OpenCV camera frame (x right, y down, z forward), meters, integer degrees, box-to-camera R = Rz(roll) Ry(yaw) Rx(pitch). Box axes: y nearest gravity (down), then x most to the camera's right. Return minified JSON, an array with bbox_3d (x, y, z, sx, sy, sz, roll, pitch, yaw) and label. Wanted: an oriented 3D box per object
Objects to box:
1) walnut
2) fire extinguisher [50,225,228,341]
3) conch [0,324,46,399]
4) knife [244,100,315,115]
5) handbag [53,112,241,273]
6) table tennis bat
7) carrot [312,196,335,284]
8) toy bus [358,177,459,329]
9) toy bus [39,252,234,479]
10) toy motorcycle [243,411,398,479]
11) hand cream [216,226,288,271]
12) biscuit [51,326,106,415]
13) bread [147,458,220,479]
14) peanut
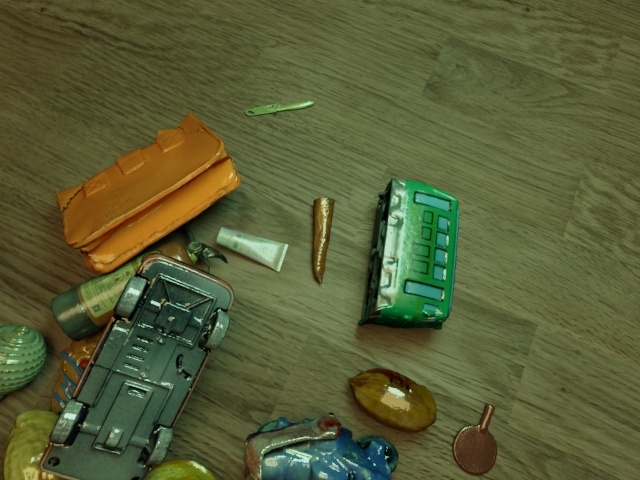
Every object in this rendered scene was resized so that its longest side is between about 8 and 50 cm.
[{"bbox_3d":[0.156,0.348,0.910,0.207,0.116,0.116,17,72,12],"label":"walnut"},{"bbox_3d":[-0.428,0.067,0.977,0.375,0.113,0.200,-27,73,-15],"label":"fire extinguisher"},{"bbox_3d":[-0.717,0.270,0.904,0.172,0.131,0.200,31,73,8],"label":"conch"},{"bbox_3d":[-0.118,-0.386,1.193,0.206,0.014,0.030,-11,74,-4],"label":"knife"},{"bbox_3d":[-0.419,-0.126,1.001,0.410,0.116,0.303,-35,46,-11],"label":"handbag"},{"bbox_3d":[0.356,0.443,0.924,0.098,0.019,0.155,25,76,8],"label":"table tennis bat"},{"bbox_3d":[0.000,0.000,1.053,0.057,0.057,0.225,5,76,1],"label":"carrot"},{"bbox_3d":[0.213,0.043,0.970,0.199,0.183,0.344,12,73,-3],"label":"toy bus"},{"bbox_3d":[-0.346,0.240,0.824,0.203,0.233,0.427,27,86,-20],"label":"toy bus"},{"bbox_3d":[0.001,0.478,0.818,0.318,0.182,0.241,8,45,2],"label":"toy motorcycle"},{"bbox_3d":[-0.175,0.017,1.047,0.174,0.047,0.076,19,72,-4],"label":"hand cream"},{"bbox_3d":[-0.515,0.285,0.956,0.183,0.043,0.280,30,77,5],"label":"biscuit"},{"bbox_3d":[-0.301,0.578,0.792,0.268,0.145,0.269,4,77,-15],"label":"bread"},{"bbox_3d":[-0.542,0.484,0.825,0.146,0.147,0.306,-29,80,-10],"label":"peanut"}]
